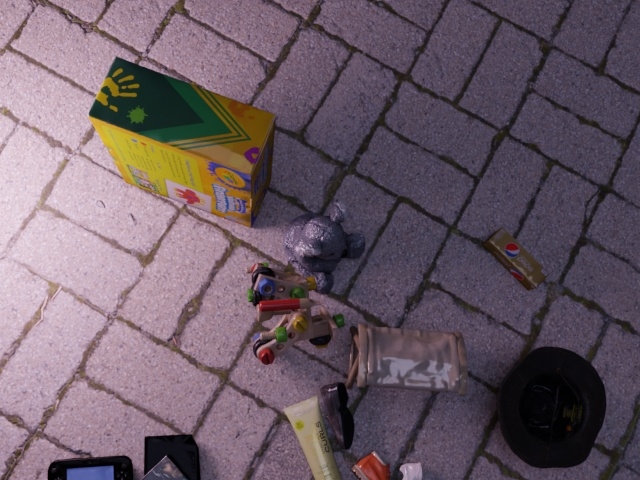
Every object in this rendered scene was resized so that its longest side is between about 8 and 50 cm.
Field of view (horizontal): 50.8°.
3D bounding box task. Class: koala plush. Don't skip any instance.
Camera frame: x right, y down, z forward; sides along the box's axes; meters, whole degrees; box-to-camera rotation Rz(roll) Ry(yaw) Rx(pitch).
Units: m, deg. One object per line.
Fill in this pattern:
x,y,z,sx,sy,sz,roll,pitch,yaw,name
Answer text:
0.000,0.000,1.719,0.203,0.221,0.196,41,77,5,koala plush

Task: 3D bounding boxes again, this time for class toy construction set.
-0.047,0.170,1.651,0.237,0.309,0.258,-3,85,-11,toy construction set

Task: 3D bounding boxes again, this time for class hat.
0.560,0.417,1.723,0.331,0.134,0.331,1,87,-22,hat

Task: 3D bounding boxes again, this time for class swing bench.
0.204,0.290,1.655,0.253,0.255,0.165,6,77,-4,swing bench

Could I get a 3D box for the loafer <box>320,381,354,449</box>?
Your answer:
0.043,0.446,1.714,0.061,0.062,0.170,-12,84,31,loafer

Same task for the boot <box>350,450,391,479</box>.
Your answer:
0.158,0.604,1.683,0.084,0.059,0.158,-39,82,-17,boot

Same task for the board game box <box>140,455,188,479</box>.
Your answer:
-0.392,0.618,1.582,0.186,0.026,0.126,-42,82,-18,board game box

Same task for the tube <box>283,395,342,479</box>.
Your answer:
-0.010,0.519,1.686,0.070,0.062,0.240,-4,67,-48,tube

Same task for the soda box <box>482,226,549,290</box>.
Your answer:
0.532,0.051,1.840,0.058,0.061,0.181,-42,84,-12,soda box

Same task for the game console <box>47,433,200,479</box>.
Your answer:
-0.473,0.588,1.633,0.361,0.044,0.213,-2,77,-5,game console

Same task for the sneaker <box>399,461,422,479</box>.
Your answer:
0.227,0.635,1.688,0.061,0.054,0.152,-1,71,4,sneaker

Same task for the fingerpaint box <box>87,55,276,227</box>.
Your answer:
-0.308,-0.215,1.626,0.371,0.445,0.163,20,75,0,fingerpaint box
